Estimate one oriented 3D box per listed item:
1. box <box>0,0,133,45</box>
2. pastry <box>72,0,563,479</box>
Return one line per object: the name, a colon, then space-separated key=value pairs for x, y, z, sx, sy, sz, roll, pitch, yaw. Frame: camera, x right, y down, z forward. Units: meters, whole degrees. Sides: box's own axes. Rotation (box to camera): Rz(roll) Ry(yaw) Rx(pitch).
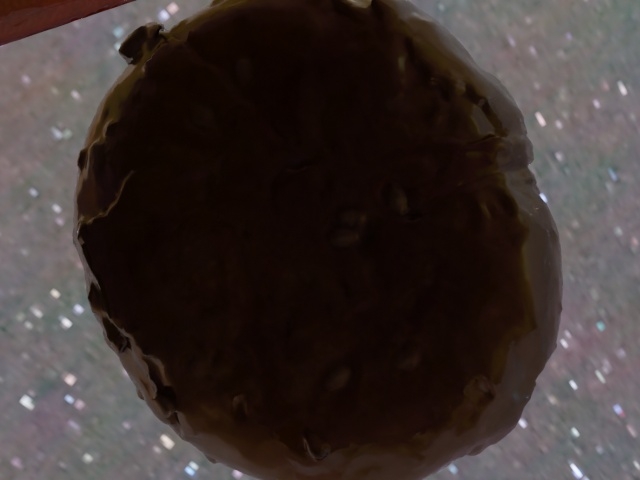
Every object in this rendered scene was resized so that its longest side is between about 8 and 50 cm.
box: x=-0.262 y=-0.218 z=0.818 sx=0.349 sy=0.257 sz=0.318 roll=-21 pitch=-153 yaw=-20
pastry: x=0.000 y=0.000 z=1.089 sx=0.284 sy=0.184 sz=0.315 roll=-27 pitch=-98 yaw=-1
